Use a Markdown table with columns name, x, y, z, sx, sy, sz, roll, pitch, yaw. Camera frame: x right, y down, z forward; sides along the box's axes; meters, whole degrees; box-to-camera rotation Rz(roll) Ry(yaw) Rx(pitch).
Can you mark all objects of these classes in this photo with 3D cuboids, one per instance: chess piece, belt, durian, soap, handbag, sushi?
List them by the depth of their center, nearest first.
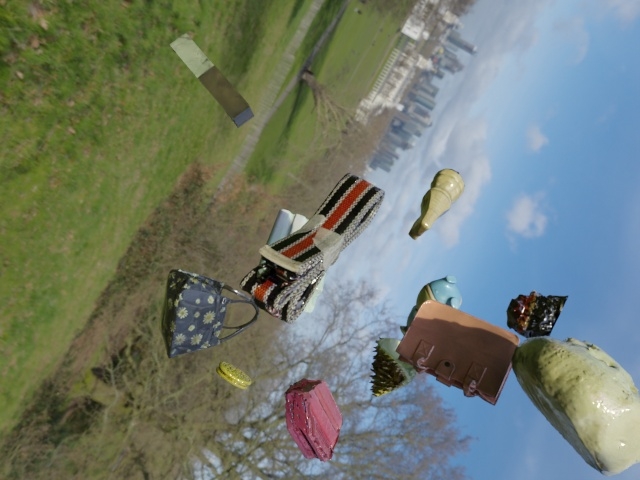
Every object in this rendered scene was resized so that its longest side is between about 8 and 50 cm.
| name | x | y | z | sx | sy | sz | roll | pitch | yaw |
| --- | --- | --- | --- | --- | --- | --- | --- | --- | --- |
| handbag | -0.154 | 0.106 | 0.700 | 0.072 | 0.139 | 0.115 | -127 | -132 | -56 |
| belt | 0.000 | 0.000 | 0.909 | 0.359 | 0.094 | 0.126 | -46 | 150 | -35 |
| handbag | 0.280 | 0.224 | 0.998 | 0.157 | 0.212 | 0.059 | -51 | 146 | -28 |
| durian | 0.195 | 0.332 | 1.248 | 0.252 | 0.139 | 0.144 | 17 | 81 | -63 |
| soap | -0.070 | 0.048 | 1.327 | 0.289 | 0.173 | 0.095 | -78 | -171 | -54 |
| soap | -0.020 | 0.535 | 1.493 | 0.162 | 0.099 | 0.250 | -56 | 135 | -45 |
| sushi | 0.712 | 0.248 | 1.642 | 0.172 | 0.150 | 0.153 | -55 | 154 | -19 |
| chess piece | 0.416 | -0.125 | 1.777 | 0.301 | 0.137 | 0.137 | -51 | 175 | -34 |

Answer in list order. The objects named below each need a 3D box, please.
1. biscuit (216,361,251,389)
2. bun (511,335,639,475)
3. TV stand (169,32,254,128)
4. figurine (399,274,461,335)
| name | x | y | z | sx | sy | sz | roll | pitch | yaw |
| --- | --- | --- | --- | --- | --- | --- | --- | --- | --- |
| biscuit | -0.192 | 0.299 | 1.078 | 0.023 | 0.084 | 0.084 | -57 | 179 | -6 |
| bun | 0.413 | 0.241 | 0.760 | 0.141 | 0.239 | 0.239 | -40 | -179 | 4 |
| TV stand | -0.240 | -0.353 | 1.066 | 0.049 | 0.256 | 0.040 | -39 | 163 | -4 |
| figurine | 0.328 | 0.231 | 1.392 | 0.154 | 0.180 | 0.262 | -16 | 147 | -39 |
